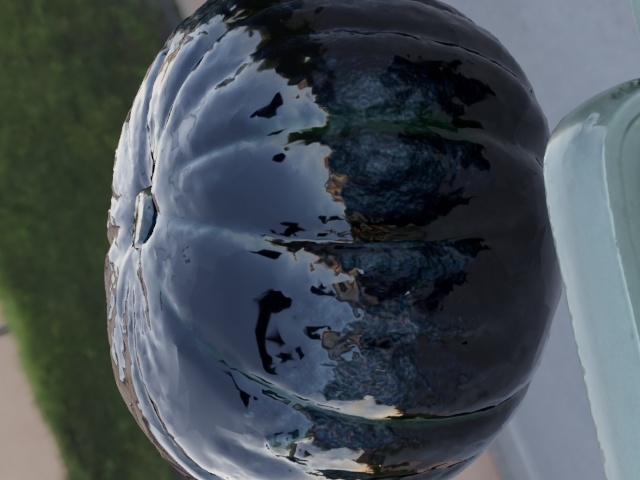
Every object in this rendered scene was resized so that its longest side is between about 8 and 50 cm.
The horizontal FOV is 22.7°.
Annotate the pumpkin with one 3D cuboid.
[{"bbox_3d":[0.000,0.000,1.064,0.363,0.266,0.363,-177,90,-68],"label":"pumpkin"}]

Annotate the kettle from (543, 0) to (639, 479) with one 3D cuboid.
[{"bbox_3d":[0.234,-0.002,0.629,0.265,0.205,0.318,-4,-97,-59],"label":"kettle"}]
